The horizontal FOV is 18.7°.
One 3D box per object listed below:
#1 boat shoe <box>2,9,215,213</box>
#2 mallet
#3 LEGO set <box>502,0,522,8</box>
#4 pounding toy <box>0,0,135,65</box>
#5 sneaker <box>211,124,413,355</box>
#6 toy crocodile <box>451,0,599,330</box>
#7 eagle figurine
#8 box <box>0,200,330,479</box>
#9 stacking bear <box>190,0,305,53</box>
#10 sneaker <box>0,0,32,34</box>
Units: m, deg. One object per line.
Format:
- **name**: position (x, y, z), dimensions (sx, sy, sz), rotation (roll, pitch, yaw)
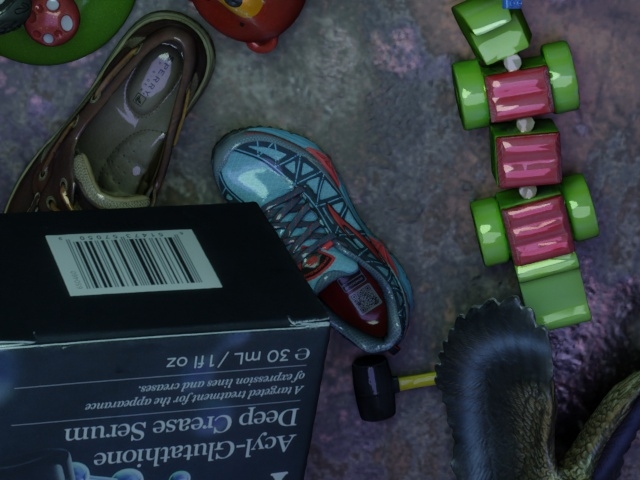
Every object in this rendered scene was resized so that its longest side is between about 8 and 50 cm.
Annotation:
- **boat shoe**: position (-0.206, -0.052, 1.788), dimensions (0.123, 0.123, 0.342), rotation (32, 100, -10)
- **mallet**: position (0.126, 0.142, 1.904), dimensions (0.189, 0.039, 0.062), rotation (-2, 105, -4)
- **LEGO set**: position (0.204, -0.244, 1.685), dimensions (0.227, 0.093, 0.087), rotation (-6, 98, -42)
- **pounding toy**: position (-0.245, -0.262, 1.741), dimensions (0.183, 0.110, 0.237), rotation (26, 105, -8)
- **sneaker**: position (0.000, 0.000, 1.812), dimensions (0.104, 0.125, 0.262), rotation (-41, 103, 10)
- **toy crocodile**: position (0.191, -0.072, 1.802), dimensions (0.115, 0.105, 0.341), rotation (-10, 107, 3)
- **eagle figurine**: position (0.229, 0.212, 1.852), dimensions (0.225, 0.226, 0.298), rotation (3, 84, 30)
- **box**: position (-0.186, 0.188, 1.738), dimensions (0.293, 0.212, 0.396), rotation (-4, 123, -21)
- **stacking bear**: position (-0.010, -0.296, 1.710), dimensions (0.175, 0.164, 0.289), rotation (36, 114, -9)
- **sneaker**: position (-0.394, -0.279, 1.685), dimensions (0.343, 0.134, 0.146), rotation (29, 101, 14)
